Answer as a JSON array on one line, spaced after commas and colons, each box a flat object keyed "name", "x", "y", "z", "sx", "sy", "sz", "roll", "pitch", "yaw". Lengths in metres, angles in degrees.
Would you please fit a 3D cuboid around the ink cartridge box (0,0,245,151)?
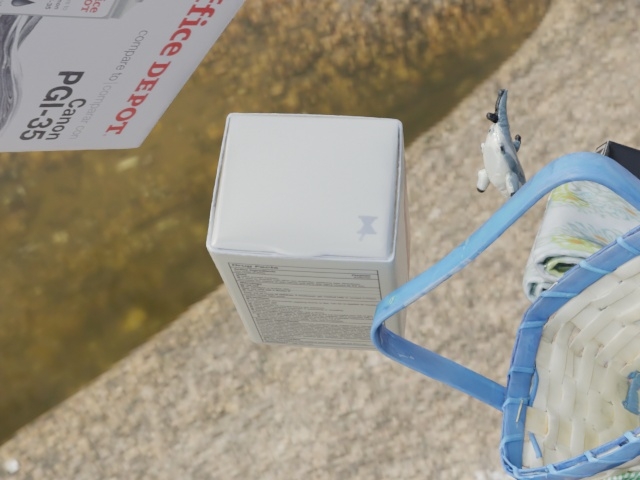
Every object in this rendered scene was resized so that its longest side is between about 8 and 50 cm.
[{"name": "ink cartridge box", "x": -0.190, "y": -0.143, "z": 0.615, "sx": 0.283, "sy": 0.207, "sz": 0.117, "roll": -5, "pitch": 64, "yaw": -37}]

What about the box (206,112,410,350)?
[{"name": "box", "x": 0.000, "y": 0.000, "z": 1.033, "sx": 0.148, "sy": 0.232, "sz": 0.127, "roll": 3, "pitch": 67, "yaw": 7}]

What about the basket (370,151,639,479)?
[{"name": "basket", "x": 0.215, "y": 0.072, "z": 0.885, "sx": 0.289, "sy": 0.255, "sz": 0.201, "roll": 32, "pitch": 47, "yaw": -14}]

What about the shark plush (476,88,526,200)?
[{"name": "shark plush", "x": 0.253, "y": -0.129, "z": 1.662, "sx": 0.067, "sy": 0.161, "sz": 0.073, "roll": -21, "pitch": 10, "yaw": -34}]

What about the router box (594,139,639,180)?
[{"name": "router box", "x": 0.497, "y": 0.026, "z": 1.643, "sx": 0.308, "sy": 0.081, "sz": 0.243, "roll": 19, "pitch": 87, "yaw": 3}]

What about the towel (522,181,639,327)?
[{"name": "towel", "x": 0.407, "y": 0.023, "z": 1.369, "sx": 0.320, "sy": 0.090, "sz": 0.374, "roll": 19, "pitch": 22, "yaw": 10}]
